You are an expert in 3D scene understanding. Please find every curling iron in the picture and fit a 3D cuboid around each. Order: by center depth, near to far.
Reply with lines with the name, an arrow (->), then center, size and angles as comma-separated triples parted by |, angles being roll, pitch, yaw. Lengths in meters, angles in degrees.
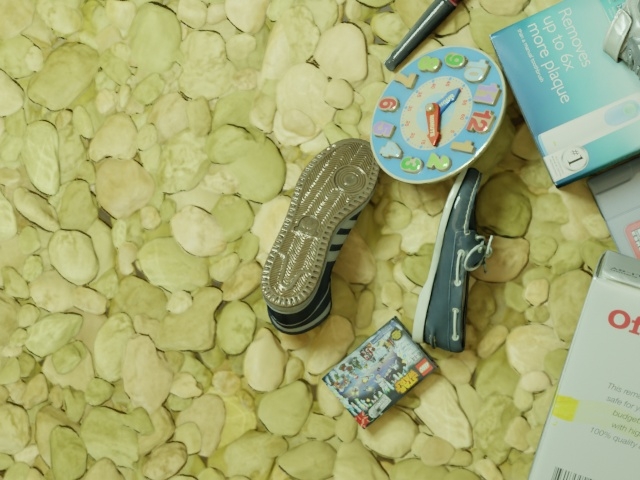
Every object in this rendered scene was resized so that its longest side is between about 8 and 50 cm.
curling iron -> 0.192, -0.327, 1.649 | 0.274, 0.035, 0.068 | -39, 83, 9

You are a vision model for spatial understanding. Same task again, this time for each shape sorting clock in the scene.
shape sorting clock -> 0.153, -0.170, 1.612 | 0.206, 0.040, 0.206 | -14, 61, 27

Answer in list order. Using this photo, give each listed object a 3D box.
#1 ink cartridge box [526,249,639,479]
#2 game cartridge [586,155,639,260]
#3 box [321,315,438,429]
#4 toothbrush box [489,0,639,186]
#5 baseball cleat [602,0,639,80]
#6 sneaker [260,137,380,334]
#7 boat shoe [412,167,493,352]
ink cartridge box -> 0.426, 0.238, 1.507 | 0.279, 0.160, 0.384 | 18, 107, 12
game cartridge -> 0.498, 0.013, 1.582 | 0.196, 0.060, 0.294 | -25, 86, 7
box -> 0.082, 0.183, 1.681 | 0.137, 0.027, 0.094 | -42, 84, 9
toothbrush box -> 0.397, -0.223, 1.562 | 0.296, 0.126, 0.216 | -23, 86, 10
baseball cleat -> 0.402, -0.207, 1.472 | 0.109, 0.072, 0.205 | -4, 86, 24
sneaker -> 0.000, 0.000, 1.672 | 0.099, 0.153, 0.282 | 22, 65, 13
boat shoe -> 0.187, 0.026, 1.623 | 0.079, 0.095, 0.254 | 15, 95, 13
